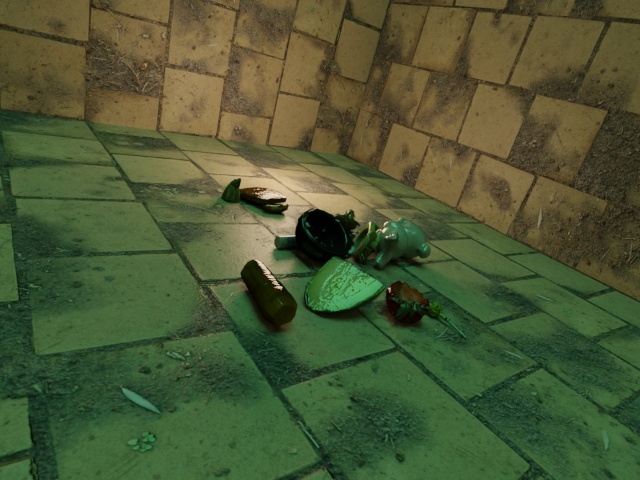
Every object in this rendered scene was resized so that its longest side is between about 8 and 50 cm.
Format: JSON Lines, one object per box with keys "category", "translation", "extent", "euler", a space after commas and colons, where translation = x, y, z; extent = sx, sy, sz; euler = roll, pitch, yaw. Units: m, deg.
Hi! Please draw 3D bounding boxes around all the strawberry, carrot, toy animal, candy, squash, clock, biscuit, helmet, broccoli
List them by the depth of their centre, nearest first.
{"category": "carrot", "translation": [-0.176, 0.171, 1.397], "extent": [0.114, 0.114, 0.302], "euler": [3, 21, -30]}
{"category": "squash", "translation": [0.069, 0.176, 1.499], "extent": [0.236, 0.204, 0.155], "euler": [30, 3, 30]}
{"category": "strawberry", "translation": [0.306, 0.231, 1.606], "extent": [0.174, 0.098, 0.228], "euler": [10, 19, -18]}
{"category": "candy", "translation": [0.487, 0.308, 1.621], "extent": [0.062, 0.058, 0.194], "euler": [-36, 52, -12]}
{"category": "helmet", "translation": [0.000, 0.000, 1.858], "extent": [0.279, 0.160, 0.230], "euler": [43, 39, -7]}
{"category": "clock", "translation": [0.211, 0.020, 1.979], "extent": [0.069, 0.170, 0.232], "euler": [34, 25, -13]}
{"category": "toy animal", "translation": [0.380, 0.019, 2.050], "extent": [0.241, 0.196, 0.367], "euler": [33, 24, 32]}
{"category": "squash", "translation": [-0.470, -0.283, 2.268], "extent": [0.105, 0.132, 0.105], "euler": [16, 22, -6]}
{"category": "broccoli", "translation": [0.145, -0.112, 2.307], "extent": [0.130, 0.120, 0.131], "euler": [31, -17, -17]}
{"category": "biscuit", "translation": [-0.331, -0.262, 2.390], "extent": [0.272, 0.049, 0.257], "euler": [20, 21, 39]}

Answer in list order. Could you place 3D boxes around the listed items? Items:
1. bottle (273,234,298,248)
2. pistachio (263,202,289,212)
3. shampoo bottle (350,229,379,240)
{"category": "bottle", "translation": [-0.109, 0.004, 1.923], "extent": [0.217, 0.060, 0.060], "euler": [-2, 27, -41]}
{"category": "pistachio", "translation": [-0.236, -0.174, 2.281], "extent": [0.089, 0.049, 0.172], "euler": [2, 9, 42]}
{"category": "shampoo bottle", "translation": [0.258, -0.017, 2.226], "extent": [0.258, 0.061, 0.103], "euler": [-4, 30, -42]}
